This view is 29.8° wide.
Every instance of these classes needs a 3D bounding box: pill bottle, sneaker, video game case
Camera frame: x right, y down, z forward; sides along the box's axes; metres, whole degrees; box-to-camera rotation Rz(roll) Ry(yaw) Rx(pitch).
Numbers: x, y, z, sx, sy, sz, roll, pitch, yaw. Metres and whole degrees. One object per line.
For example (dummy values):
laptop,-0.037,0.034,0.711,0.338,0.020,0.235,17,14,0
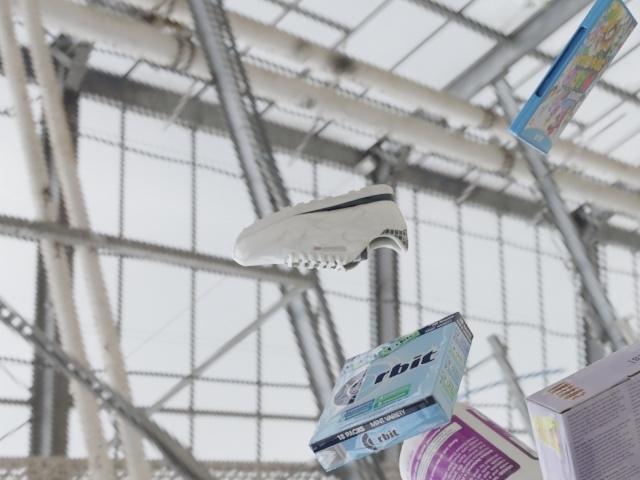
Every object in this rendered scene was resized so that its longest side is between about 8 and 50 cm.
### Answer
pill bottle,0.266,0.377,1.786,0.169,0.169,0.301,22,-173,-38
sneaker,0.000,0.000,1.577,0.090,0.235,0.094,106,146,-76
video game case,0.258,-0.167,1.217,0.015,0.166,0.119,38,-169,23

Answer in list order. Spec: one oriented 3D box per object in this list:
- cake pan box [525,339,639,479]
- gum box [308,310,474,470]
cake pan box,0.368,0.233,1.319,0.267,0.070,0.245,-24,-69,-22
gum box,0.082,0.164,1.328,0.041,0.157,0.184,57,-155,-14
